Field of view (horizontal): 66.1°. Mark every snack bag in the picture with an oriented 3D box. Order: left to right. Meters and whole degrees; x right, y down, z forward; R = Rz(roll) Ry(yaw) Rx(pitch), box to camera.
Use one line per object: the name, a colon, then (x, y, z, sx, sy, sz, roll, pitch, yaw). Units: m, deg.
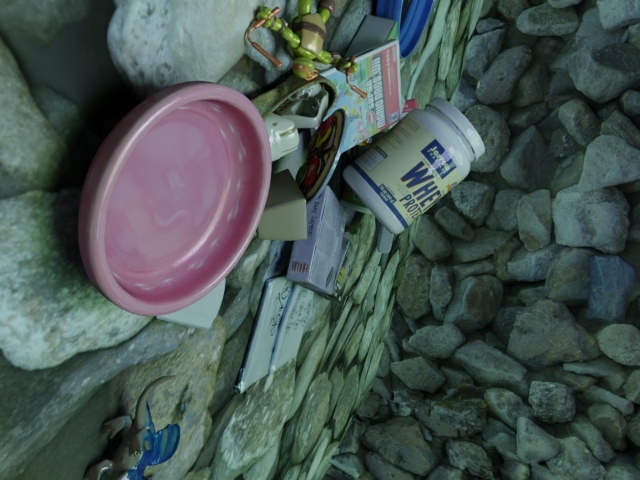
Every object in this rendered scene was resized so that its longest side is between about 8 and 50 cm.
snack bag: (-0.105, 0.230, 1.364, 0.342, 0.037, 0.323, -6, 114, -70)

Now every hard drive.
hard drive: (0.229, -0.148, 1.716, 0.353, 0.047, 0.233, -85, -178, -58)

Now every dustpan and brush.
dustpan and brush: (-0.209, 0.042, 0.869, 0.211, 0.060, 0.147, -63, 148, -5)

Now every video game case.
video game case: (0.086, -0.328, 1.157, 0.285, 0.025, 0.204, -33, 133, -27)

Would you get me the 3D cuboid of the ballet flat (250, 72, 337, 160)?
ballet flat: (-0.070, -0.215, 0.898, 0.348, 0.123, 0.123, -53, 155, -42)

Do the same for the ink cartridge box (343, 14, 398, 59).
ink cartridge box: (0.142, -0.452, 1.300, 0.212, 0.093, 0.154, 71, 41, -64)

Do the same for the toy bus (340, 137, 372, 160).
toy bus: (0.082, -0.280, 1.281, 0.191, 0.104, 0.202, -61, 159, -26)

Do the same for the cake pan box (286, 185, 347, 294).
cake pan box: (0.000, 0.000, 1.324, 0.246, 0.070, 0.267, 41, 59, -73)

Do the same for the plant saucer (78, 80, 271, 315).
plant saucer: (-0.199, -0.060, 0.690, 0.332, 0.084, 0.332, -47, 150, -38)

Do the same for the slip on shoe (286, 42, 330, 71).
slip on shoe: (-0.029, -0.364, 0.983, 0.135, 0.041, 0.051, -18, 80, -57)

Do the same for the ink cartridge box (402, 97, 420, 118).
ink cartridge box: (0.319, -0.375, 1.768, 0.158, 0.092, 0.218, 13, 71, -71)

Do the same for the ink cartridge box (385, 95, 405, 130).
ink cartridge box: (0.239, -0.428, 1.662, 0.122, 0.052, 0.088, -71, 162, 5)

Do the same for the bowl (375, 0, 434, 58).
bowl: (0.250, -0.710, 1.351, 0.391, 0.077, 0.391, 21, 90, -74)

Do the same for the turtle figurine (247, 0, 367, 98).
turtle figurine: (-0.008, -0.382, 0.898, 0.269, 0.087, 0.217, 14, 86, -34)

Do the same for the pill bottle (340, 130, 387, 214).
pill bottle: (0.156, -0.211, 1.506, 0.136, 0.136, 0.246, -13, 120, -69)

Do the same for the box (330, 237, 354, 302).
box: (0.055, 0.101, 1.609, 0.231, 0.056, 0.183, 62, 47, -73)

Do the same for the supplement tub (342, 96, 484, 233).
supplement tub: (0.247, -0.200, 1.322, 0.325, 0.235, 0.235, -41, 162, 6)

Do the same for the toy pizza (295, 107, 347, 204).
toy pizza: (-0.006, -0.166, 0.959, 0.201, 0.032, 0.201, -56, -157, 38)

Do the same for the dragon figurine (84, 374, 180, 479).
dragon figurine: (-0.300, 0.343, 0.840, 0.289, 0.085, 0.144, -70, 162, 0)

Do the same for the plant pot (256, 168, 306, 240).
plant pot: (-0.091, -0.063, 0.984, 0.096, 0.109, 0.109, -15, 137, -15)
